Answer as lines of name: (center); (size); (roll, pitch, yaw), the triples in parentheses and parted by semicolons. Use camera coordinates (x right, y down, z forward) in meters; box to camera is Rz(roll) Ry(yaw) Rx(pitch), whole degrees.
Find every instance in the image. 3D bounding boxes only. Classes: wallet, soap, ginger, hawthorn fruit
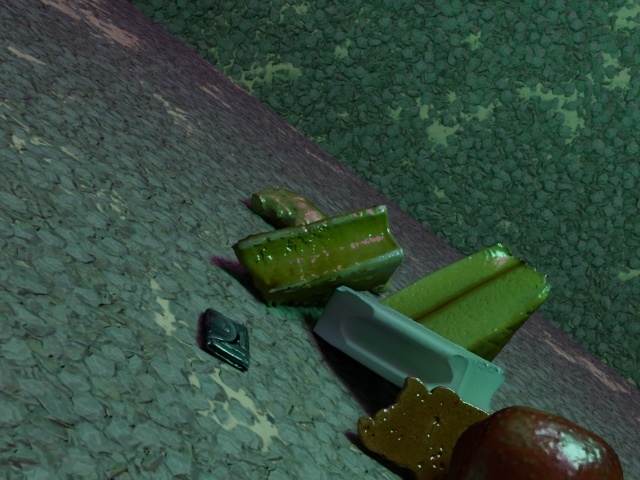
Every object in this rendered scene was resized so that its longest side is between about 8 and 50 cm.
wallet: (-0.153, 0.157, 1.343); (0.088, 0.026, 0.129); (33, 14, -19)
soap: (-0.028, 0.062, 1.755); (0.304, 0.338, 0.169); (118, -45, -65)
soap: (0.160, 0.212, 1.578); (0.347, 0.115, 0.208); (28, 1, 38)
ginger: (0.018, -0.011, 2.103); (0.363, 0.122, 0.348); (-1, 48, -52)
hawthorn fruit: (0.319, 0.424, 1.227); (0.287, 0.330, 0.287); (13, -26, 6)

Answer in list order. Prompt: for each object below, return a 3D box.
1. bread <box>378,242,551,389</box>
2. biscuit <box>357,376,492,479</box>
bread: (0.294, 0.146, 1.785); (0.245, 0.362, 0.233); (26, 18, -45)
biscuit: (0.195, 0.325, 1.380); (0.280, 0.183, 0.043); (5, -12, -16)
